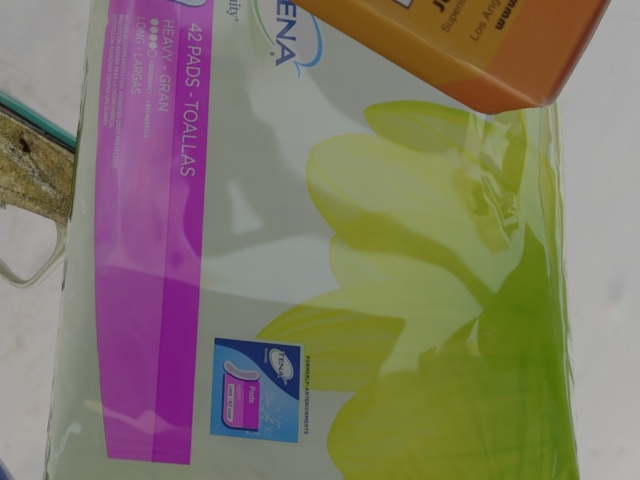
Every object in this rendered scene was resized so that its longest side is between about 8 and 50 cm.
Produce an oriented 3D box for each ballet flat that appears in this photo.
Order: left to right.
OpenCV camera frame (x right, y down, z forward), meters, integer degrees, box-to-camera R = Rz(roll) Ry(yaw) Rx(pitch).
[{"bbox_3d":[-0.141,-0.006,1.103,0.123,0.349,0.123,-62,175,-10],"label":"ballet flat"}]

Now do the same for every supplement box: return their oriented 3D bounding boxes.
[{"bbox_3d":[-0.015,-0.129,0.567,0.080,0.233,0.078,-63,-169,-2],"label":"supplement box"}]

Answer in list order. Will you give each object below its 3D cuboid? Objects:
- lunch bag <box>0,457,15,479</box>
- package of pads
[{"bbox_3d":[-0.255,0.230,1.248,0.115,0.303,0.243,-30,122,-13],"label":"lunch bag"},{"bbox_3d":[0.000,0.000,0.785,0.101,0.229,0.296,112,-18,-57],"label":"package of pads"}]
